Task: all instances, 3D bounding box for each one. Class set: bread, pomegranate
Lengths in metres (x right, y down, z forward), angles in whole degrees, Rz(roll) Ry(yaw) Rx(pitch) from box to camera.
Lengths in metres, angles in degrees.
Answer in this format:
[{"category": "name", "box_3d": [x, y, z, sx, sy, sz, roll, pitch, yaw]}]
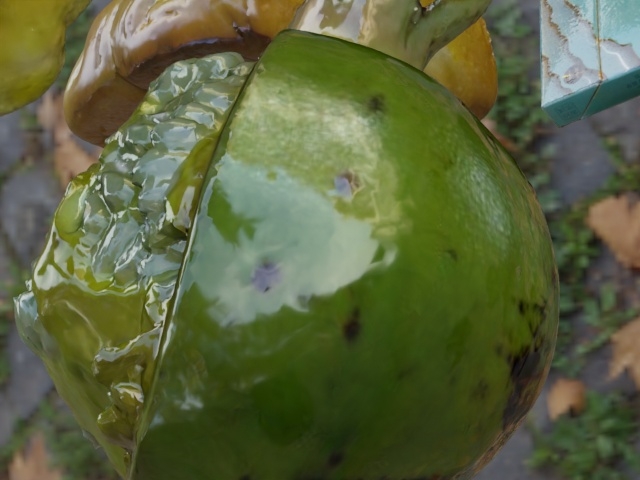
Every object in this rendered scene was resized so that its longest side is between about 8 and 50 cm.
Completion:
[{"category": "bread", "box_3d": [-0.047, -0.164, 1.753, 0.328, 0.337, 0.148, -24, 59, 51]}, {"category": "pomegranate", "box_3d": [0.000, 0.000, 0.930, 0.260, 0.260, 0.341, 1, 60, 44]}]

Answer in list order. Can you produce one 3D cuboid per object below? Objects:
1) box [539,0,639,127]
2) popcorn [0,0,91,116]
[{"category": "box", "box_3d": [0.309, -0.209, 1.774, 0.229, 0.041, 0.162, -21, 43, 28]}, {"category": "popcorn", "box_3d": [-0.191, -0.148, 0.870, 0.226, 0.200, 0.203, -12, 113, 42]}]
